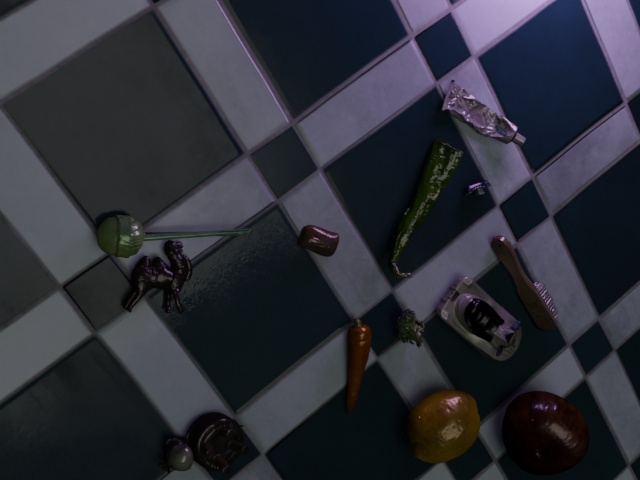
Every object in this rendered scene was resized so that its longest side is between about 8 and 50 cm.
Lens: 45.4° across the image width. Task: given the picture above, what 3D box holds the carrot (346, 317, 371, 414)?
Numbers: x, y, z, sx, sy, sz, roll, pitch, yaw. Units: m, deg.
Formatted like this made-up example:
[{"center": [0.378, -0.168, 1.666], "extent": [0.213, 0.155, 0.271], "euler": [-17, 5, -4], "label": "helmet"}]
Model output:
[{"center": [0.092, 0.316, 1.903], "extent": [0.061, 0.061, 0.257], "euler": [-3, 104, -23], "label": "carrot"}]

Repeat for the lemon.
[{"center": [0.315, 0.477, 1.968], "extent": [0.207, 0.170, 0.170], "euler": [-28, 109, -13], "label": "lemon"}]

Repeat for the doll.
[{"center": [-0.349, 0.079, 1.668], "extent": [0.139, 0.057, 0.165], "euler": [9, 87, -23], "label": "doll"}]

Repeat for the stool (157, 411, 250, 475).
[{"center": [-0.261, 0.472, 1.743], "extent": [0.217, 0.121, 0.125], "euler": [-14, 106, -26], "label": "stool"}]

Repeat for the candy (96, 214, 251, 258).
[{"center": [-0.309, -0.013, 1.649], "extent": [0.335, 0.093, 0.092], "euler": [-3, 91, -24], "label": "candy"}]

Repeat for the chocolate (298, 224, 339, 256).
[{"center": [0.000, 0.000, 1.819], "extent": [0.100, 0.031, 0.065], "euler": [22, 85, -24], "label": "chocolate"}]

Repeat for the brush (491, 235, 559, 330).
[{"center": [0.559, 0.108, 2.070], "extent": [0.065, 0.070, 0.327], "euler": [-47, 113, -29], "label": "brush"}]

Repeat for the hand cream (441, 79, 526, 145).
[{"center": [0.416, -0.310, 1.937], "extent": [0.257, 0.050, 0.084], "euler": [25, 87, -19], "label": "hand cream"}]

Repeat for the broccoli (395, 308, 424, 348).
[{"center": [0.230, 0.222, 1.924], "extent": [0.095, 0.092, 0.097], "euler": [6, 108, -43], "label": "broccoli"}]

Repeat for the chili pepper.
[{"center": [0.250, -0.076, 1.891], "extent": [0.084, 0.076, 0.359], "euler": [23, 85, 2], "label": "chili pepper"}]

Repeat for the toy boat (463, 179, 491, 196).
[{"center": [0.406, -0.131, 1.969], "extent": [0.083, 0.038, 0.038], "euler": [-22, 107, -19], "label": "toy boat"}]

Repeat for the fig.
[{"center": [0.610, 0.524, 2.095], "extent": [0.235, 0.214, 0.235], "euler": [-4, 123, -7], "label": "fig"}]

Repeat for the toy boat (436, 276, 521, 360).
[{"center": [0.435, 0.216, 1.996], "extent": [0.269, 0.141, 0.141], "euler": [38, 83, -10], "label": "toy boat"}]
